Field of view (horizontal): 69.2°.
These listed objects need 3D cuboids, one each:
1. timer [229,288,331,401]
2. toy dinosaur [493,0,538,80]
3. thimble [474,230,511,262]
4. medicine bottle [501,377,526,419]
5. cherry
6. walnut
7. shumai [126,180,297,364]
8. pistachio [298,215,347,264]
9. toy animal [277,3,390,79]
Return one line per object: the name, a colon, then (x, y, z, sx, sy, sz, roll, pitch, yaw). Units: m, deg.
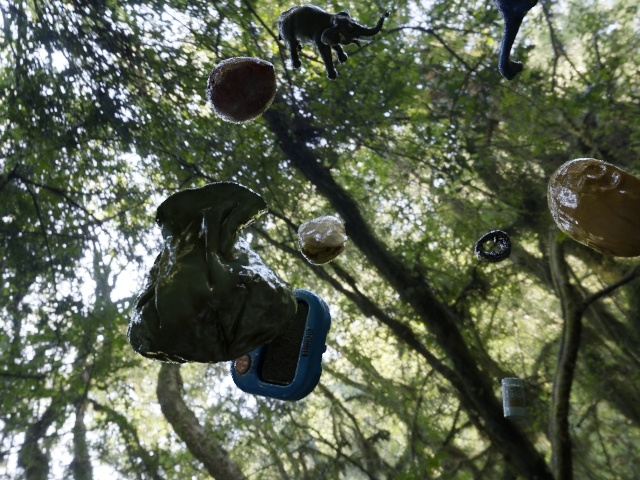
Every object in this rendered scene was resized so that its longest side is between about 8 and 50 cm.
timer: (-0.122, 0.320, 1.447, 0.115, 0.309, 0.340, 41, -126, -52)
toy dinosaur: (0.233, -0.345, 0.640, 0.248, 0.075, 0.188, 16, -45, -19)
thimble: (0.530, 0.019, 1.429, 0.066, 0.104, 0.095, 50, -134, -69)
medicine bottle: (0.434, 0.355, 1.041, 0.047, 0.083, 0.047, 6, -30, 3)
cherry: (-0.226, -0.455, 1.380, 0.250, 0.175, 0.192, -20, -63, 35)
walnut: (0.259, -0.024, 0.437, 0.052, 0.121, 0.091, -38, -43, -11)
shumai: (-0.229, 0.048, 0.874, 0.330, 0.292, 0.288, -21, -57, -18)
pistachio: (0.000, 0.000, 1.371, 0.200, 0.145, 0.117, -47, -25, -52)
toy animal: (0.022, -0.415, 0.961, 0.082, 0.270, 0.137, -61, -27, -27)
